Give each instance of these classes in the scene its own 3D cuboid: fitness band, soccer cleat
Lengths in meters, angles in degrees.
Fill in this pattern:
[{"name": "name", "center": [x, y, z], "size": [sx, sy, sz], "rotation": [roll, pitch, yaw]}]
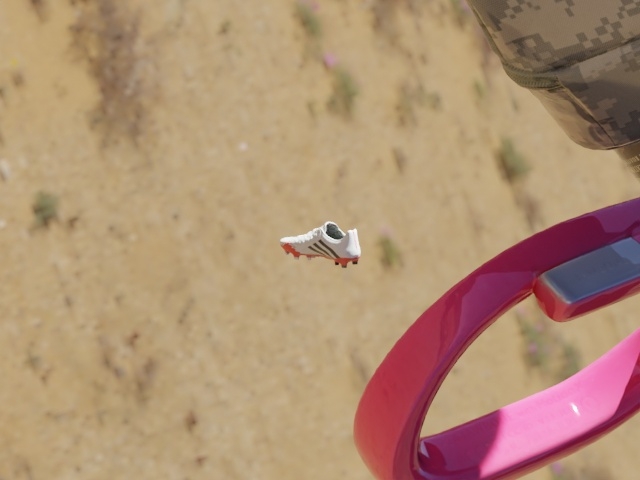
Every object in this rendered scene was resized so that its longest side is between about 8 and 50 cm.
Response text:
[{"name": "fitness band", "center": [0.145, 0.066, 1.150], "size": [0.291, 0.209, 0.054], "rotation": [-15, 56, -37]}, {"name": "soccer cleat", "center": [0.000, 0.000, 1.623], "size": [0.029, 0.083, 0.035], "rotation": [-16, 111, -47]}]

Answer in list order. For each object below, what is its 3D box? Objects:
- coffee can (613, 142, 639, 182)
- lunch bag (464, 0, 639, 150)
[{"name": "coffee can", "center": [0.385, -0.047, 1.544], "size": [0.275, 0.201, 0.201], "rotation": [51, 23, -3]}, {"name": "lunch bag", "center": [0.199, -0.219, 0.997], "size": [0.256, 0.305, 0.212], "rotation": [37, 42, -50]}]
